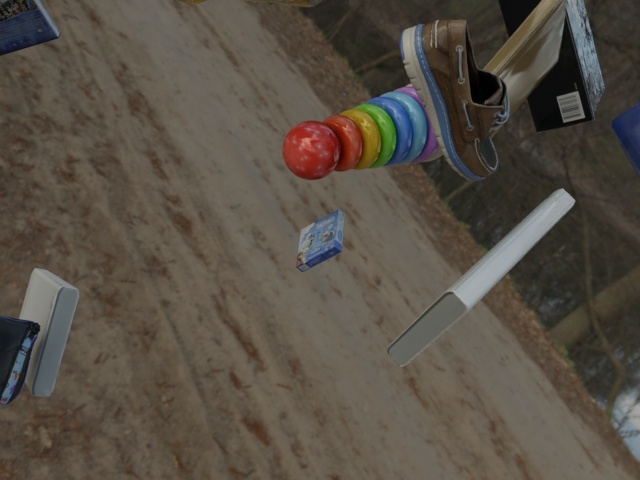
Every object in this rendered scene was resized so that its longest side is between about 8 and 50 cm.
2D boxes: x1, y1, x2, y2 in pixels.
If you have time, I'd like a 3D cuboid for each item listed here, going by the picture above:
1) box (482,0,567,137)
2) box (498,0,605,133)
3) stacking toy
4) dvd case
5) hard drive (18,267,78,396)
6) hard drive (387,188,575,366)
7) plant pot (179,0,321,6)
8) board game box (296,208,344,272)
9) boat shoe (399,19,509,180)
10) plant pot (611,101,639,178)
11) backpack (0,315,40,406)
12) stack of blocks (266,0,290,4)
[{"bbox_3d":[0.231,-0.192,0.843,0.021,0.201,0.164,40,-1,21],"label":"box"},{"bbox_3d":[0.393,-0.340,1.138,0.184,0.103,0.261,-44,118,-49],"label":"box"},{"bbox_3d":[0.074,-0.172,1.090,0.330,0.141,0.141,-19,63,-42],"label":"stacking toy"},{"bbox_3d":[-0.611,-0.448,1.199,0.253,0.180,0.022,66,16,-46],"label":"dvd case"},{"bbox_3d":[-0.642,0.198,1.549,0.047,0.233,0.353,16,-4,-32],"label":"hard drive"},{"bbox_3d":[0.243,0.053,1.012,0.040,0.203,0.307,47,53,11],"label":"hard drive"},{"bbox_3d":[-0.095,-0.408,0.837,0.238,0.254,0.254,20,20,8],"label":"plant pot"},{"bbox_3d":[0.000,0.000,1.158,0.020,0.090,0.090,40,37,-30],"label":"board game box"},{"bbox_3d":[0.138,-0.123,0.625,0.183,0.066,0.066,48,43,-41],"label":"boat shoe"},{"bbox_3d":[0.621,-0.143,0.983,0.235,0.212,0.236,-7,65,-31],"label":"plant pot"},{"bbox_3d":[-0.649,0.231,1.313,0.158,0.116,0.173,26,69,-59],"label":"backpack"},{"bbox_3d":[0.081,-0.334,0.614,0.171,0.297,0.087,98,-25,-64],"label":"stack of blocks"}]
